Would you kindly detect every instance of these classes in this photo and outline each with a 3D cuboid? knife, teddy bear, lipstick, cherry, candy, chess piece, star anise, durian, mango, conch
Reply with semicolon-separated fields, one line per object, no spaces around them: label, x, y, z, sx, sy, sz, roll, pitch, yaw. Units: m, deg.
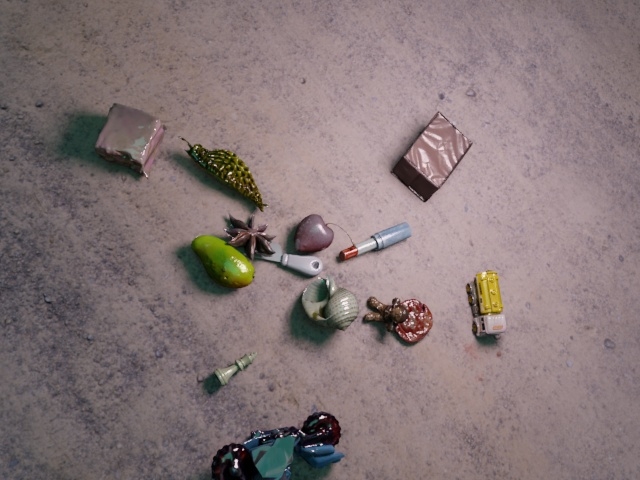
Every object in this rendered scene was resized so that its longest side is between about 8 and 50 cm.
knife;-0.153;0.047;1.836;0.331;0.044;0.080;17;67;-3
teddy bear;0.232;0.250;1.828;0.078;0.160;0.119;30;71;-43
lipstick;0.191;0.008;1.897;0.274;0.068;0.061;-21;79;-17
cherry;-0.004;0.004;1.836;0.188;0.115;0.148;51;53;-3
candy;-0.617;-0.331;1.772;0.184;0.137;0.195;20;72;-7
chess piece;-0.263;0.401;1.719;0.149;0.059;0.059;-29;84;-22
star anise;-0.239;-0.006;1.796;0.204;0.061;0.181;28;38;-2
durian;-0.312;-0.240;1.821;0.375;0.132;0.107;40;85;-6
mango;-0.321;0.072;1.753;0.232;0.111;0.125;34;67;-3
conch;0.039;0.218;1.786;0.172;0.131;0.200;-24;41;6

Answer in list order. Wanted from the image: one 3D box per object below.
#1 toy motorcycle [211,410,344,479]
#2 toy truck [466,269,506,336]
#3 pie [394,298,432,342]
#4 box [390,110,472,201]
toy motorcycle;-0.117;0.682;1.637;0.416;0.172;0.232;-14;86;-23
toy truck;0.589;0.224;1.907;0.098;0.114;0.227;-2;78;-13
pie;0.318;0.278;1.879;0.153;0.038;0.154;2;78;-9
box;0.409;-0.306;1.976;0.188;0.153;0.252;41;74;1
